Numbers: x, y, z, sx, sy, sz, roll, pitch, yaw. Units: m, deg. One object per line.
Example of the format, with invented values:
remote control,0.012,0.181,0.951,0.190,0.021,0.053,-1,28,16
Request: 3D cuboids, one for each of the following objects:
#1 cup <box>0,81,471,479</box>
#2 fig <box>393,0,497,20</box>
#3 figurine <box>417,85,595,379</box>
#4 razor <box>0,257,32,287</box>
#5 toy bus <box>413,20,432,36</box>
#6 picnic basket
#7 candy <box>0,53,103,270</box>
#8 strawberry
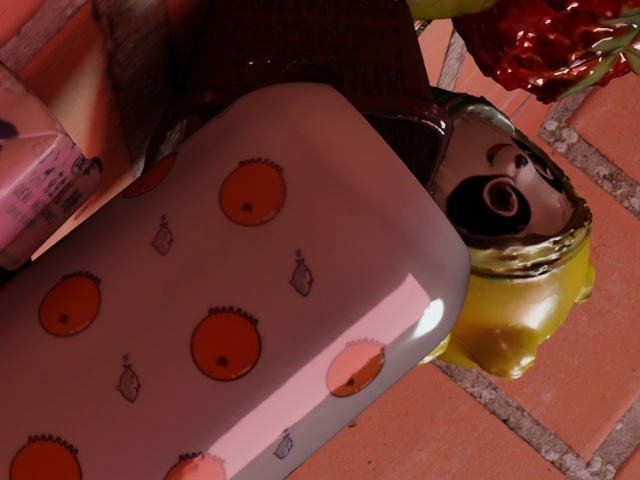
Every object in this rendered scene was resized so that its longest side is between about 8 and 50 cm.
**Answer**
cup,-0.071,0.057,1.198,0.317,0.212,0.212,-40,171,0
fig,0.105,-0.258,1.405,0.181,0.181,0.191,-34,137,-61
figurine,0.082,-0.026,1.670,0.323,0.340,0.231,-37,165,-50
razor,-0.232,0.035,1.289,0.090,0.054,0.148,-44,169,-16
toy bus,0.031,-0.189,1.568,0.194,0.083,0.088,-42,170,-43
picnic basket,-0.028,-0.081,1.414,0.297,0.222,0.129,112,-21,-62
candy,-0.188,-0.045,1.117,0.092,0.073,0.160,-43,172,-5
strawberry,0.223,-0.260,1.614,0.261,0.258,0.261,-26,165,-8
